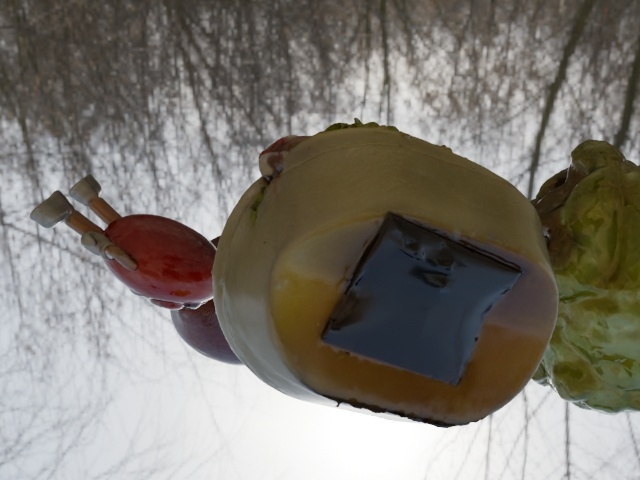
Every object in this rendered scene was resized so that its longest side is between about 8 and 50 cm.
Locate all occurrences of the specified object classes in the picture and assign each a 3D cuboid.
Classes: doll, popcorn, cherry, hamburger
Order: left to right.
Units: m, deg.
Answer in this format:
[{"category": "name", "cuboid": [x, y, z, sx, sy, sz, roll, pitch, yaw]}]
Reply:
[{"category": "doll", "cuboid": [-0.185, 0.008, 0.935, 0.217, 0.085, 0.183, 29, -166, -3]}, {"category": "cherry", "cuboid": [-0.151, 0.094, 1.482, 0.239, 0.239, 0.206, -8, -155, -21]}, {"category": "hamburger", "cuboid": [0.044, 0.024, 0.529, 0.210, 0.173, 0.116, 15, -169, -25]}, {"category": "popcorn", "cuboid": [0.265, 0.037, 0.732, 0.255, 0.256, 0.195, 47, -139, 16]}]
